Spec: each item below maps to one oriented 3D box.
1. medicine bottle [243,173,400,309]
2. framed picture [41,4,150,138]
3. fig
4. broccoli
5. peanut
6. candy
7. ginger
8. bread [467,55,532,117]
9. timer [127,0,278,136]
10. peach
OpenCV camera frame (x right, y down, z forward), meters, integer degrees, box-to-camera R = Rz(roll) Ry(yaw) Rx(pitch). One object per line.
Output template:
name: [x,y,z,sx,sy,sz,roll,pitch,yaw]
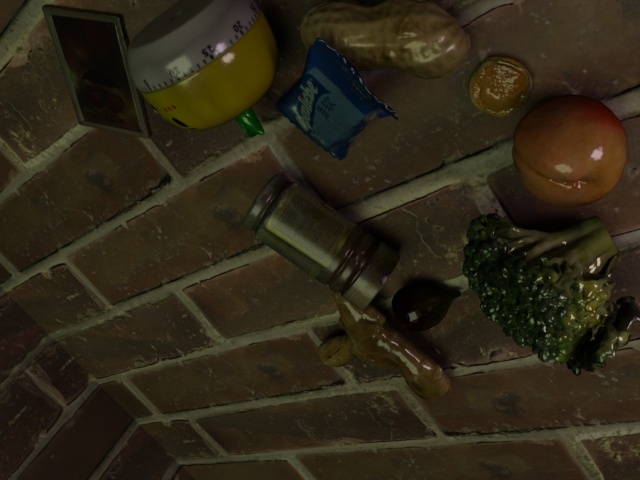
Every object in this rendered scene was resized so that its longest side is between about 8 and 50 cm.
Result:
medicine bottle: [0.000,0.000,1.315,0.322,0.151,0.151,35,136,-1]
framed picture: [-0.505,-0.380,1.378,0.211,0.020,0.289,14,131,19]
fig: [0.237,0.139,1.345,0.155,0.103,0.109,-28,69,10]
broccoli: [0.396,0.091,1.073,0.272,0.324,0.334,-24,124,30]
peanut: [0.101,-0.338,0.992,0.290,0.130,0.130,11,131,21]
candy: [0.016,-0.236,1.095,0.187,0.077,0.331,40,162,-7]
ginger: [0.147,0.248,1.468,0.363,0.122,0.348,22,144,26]
bread: [0.302,-0.258,1.016,0.110,0.024,0.110,16,132,18]
timer: [-0.184,-0.295,1.105,0.285,0.285,0.285,16,133,18]
peach: [0.395,-0.138,0.959,0.184,0.184,0.184,16,133,18]
